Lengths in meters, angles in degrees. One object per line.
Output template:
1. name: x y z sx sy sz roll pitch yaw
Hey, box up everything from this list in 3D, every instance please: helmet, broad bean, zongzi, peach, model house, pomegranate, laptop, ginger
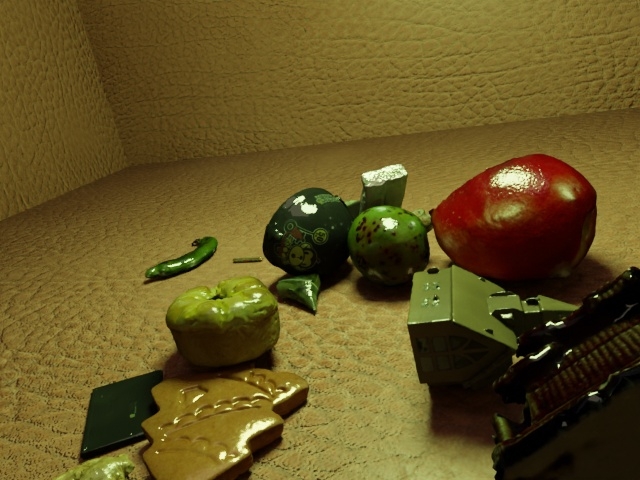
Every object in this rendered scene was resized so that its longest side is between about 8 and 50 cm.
1. helmet: 0.000 0.000 1.247 0.279 0.230 0.160 -1 31 -47
2. broad bean: -0.401 0.046 1.531 0.144 0.049 0.292 -9 18 21
3. zongzi: -0.057 0.126 1.153 0.109 0.055 0.119 -9 32 12
4. peach: 0.403 -0.046 1.085 0.339 0.280 0.281 10 29 43
5. model house: 0.275 0.140 0.770 0.248 0.176 0.181 -9 21 19
6. pomegranate: 0.174 -0.001 1.162 0.248 0.202 0.202 -34 30 -31
7. model house: 0.382 0.196 0.607 0.317 0.297 0.282 -45 4 15
8. laptop: -0.349 0.299 0.896 0.135 0.016 0.197 -15 22 -15
9. ginger: -0.328 0.360 0.679 0.193 0.052 0.176 8 33 42

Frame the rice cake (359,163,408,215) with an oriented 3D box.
1. rice cake: 0.148 -0.068 1.254 0.106 0.297 0.050 -13 55 -7

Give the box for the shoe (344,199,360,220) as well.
1. shoe: 0.037 -0.058 1.515 0.275 0.103 0.098 -21 21 -40

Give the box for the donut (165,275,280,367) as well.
1. donut: -0.190 0.155 0.979 0.209 0.128 0.261 -13 8 -12

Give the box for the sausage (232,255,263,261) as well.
1. sausage: -0.211 0.055 1.453 0.100 0.015 0.015 -3 22 18

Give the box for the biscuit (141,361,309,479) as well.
1. biscuit: -0.166 0.284 0.787 0.284 0.043 0.306 -5 20 8
